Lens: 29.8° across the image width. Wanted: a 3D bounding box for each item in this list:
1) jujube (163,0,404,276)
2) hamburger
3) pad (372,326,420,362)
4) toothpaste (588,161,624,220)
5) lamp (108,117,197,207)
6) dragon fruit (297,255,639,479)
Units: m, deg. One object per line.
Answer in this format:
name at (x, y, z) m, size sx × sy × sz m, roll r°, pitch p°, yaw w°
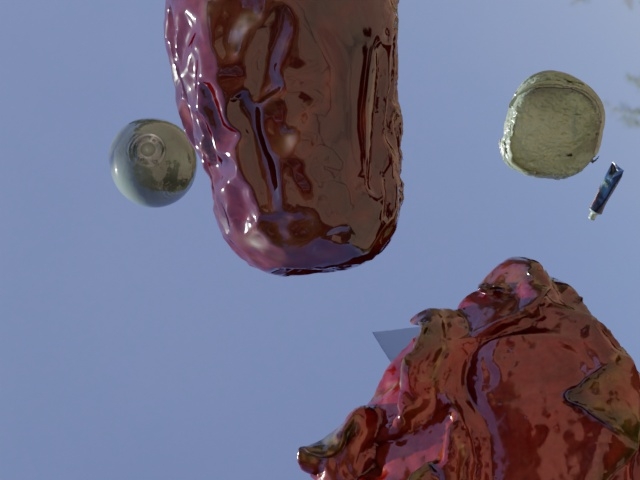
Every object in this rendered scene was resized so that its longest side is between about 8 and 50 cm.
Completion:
jujube at (-0.018, -0.091, 0.778) m, size 0.155 × 0.155 × 0.230 m, roll -9°, pitch -88°, yaw -62°
hamburger at (0.303, -0.147, 1.559) m, size 0.133 × 0.140 × 0.062 m, roll 24°, pitch -168°, yaw 0°
pad at (0.158, 0.128, 1.461) m, size 0.245 × 0.170 × 0.006 m, roll -124°, pitch 29°, yaw -81°
toothpaste at (0.386, -0.065, 1.629) m, size 0.019 × 0.083 × 0.027 m, roll 11°, pitch -157°, yaw -34°
lamp at (-0.193, -0.091, 1.387) m, size 0.105 × 0.105 × 0.105 m, roll 41°, pitch -148°, yaw -33°
dragon fruit at (0.149, 0.168, 1.112) m, size 0.286 × 0.329 × 0.228 m, roll -138°, pitch 40°, yaw -71°
